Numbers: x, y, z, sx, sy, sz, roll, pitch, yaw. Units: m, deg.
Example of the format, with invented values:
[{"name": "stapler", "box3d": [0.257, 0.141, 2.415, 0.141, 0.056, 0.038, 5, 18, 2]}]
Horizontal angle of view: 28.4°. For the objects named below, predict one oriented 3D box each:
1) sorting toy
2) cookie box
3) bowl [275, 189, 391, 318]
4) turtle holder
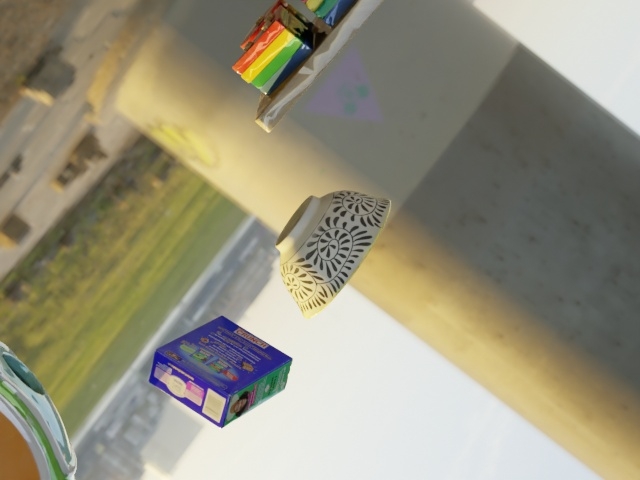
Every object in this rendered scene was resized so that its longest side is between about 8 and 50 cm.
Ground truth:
[{"name": "sorting toy", "box3d": [-0.015, -0.293, 1.657, 0.255, 0.089, 0.257, -48, -167, 15]}, {"name": "cookie box", "box3d": [-0.093, 0.122, 1.196, 0.107, 0.091, 0.040, -25, 138, -54]}, {"name": "bowl", "box3d": [0.000, 0.000, 1.469, 0.170, 0.080, 0.170, -53, -171, 12]}, {"name": "turtle holder", "box3d": [-0.353, 0.190, 1.217, 0.320, 0.243, 0.228, -91, -179, -63]}]
